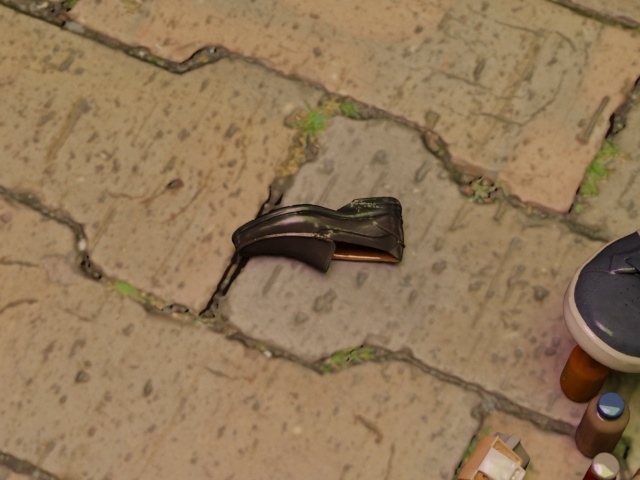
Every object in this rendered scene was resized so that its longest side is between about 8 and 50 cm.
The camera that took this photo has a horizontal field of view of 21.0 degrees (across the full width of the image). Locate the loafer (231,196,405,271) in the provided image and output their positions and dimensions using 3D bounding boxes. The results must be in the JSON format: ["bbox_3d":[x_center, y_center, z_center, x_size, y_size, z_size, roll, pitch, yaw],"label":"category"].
[{"bbox_3d":[0.000,0.000,1.667,0.170,0.062,0.061,-9,70,-4],"label":"loafer"}]

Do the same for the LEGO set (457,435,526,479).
[{"bbox_3d":[0.105,0.314,1.486,0.132,0.107,0.287,4,68,-6],"label":"LEGO set"}]

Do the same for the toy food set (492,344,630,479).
[{"bbox_3d":[0.207,0.198,1.551,0.111,0.104,0.232,39,69,16],"label":"toy food set"}]

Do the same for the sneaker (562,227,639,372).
[{"bbox_3d":[0.364,-0.002,1.574,0.350,0.148,0.131,-28,69,-37],"label":"sneaker"}]

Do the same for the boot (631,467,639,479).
[{"bbox_3d":[0.329,0.344,1.489,0.262,0.095,0.203,36,68,17],"label":"boot"}]
